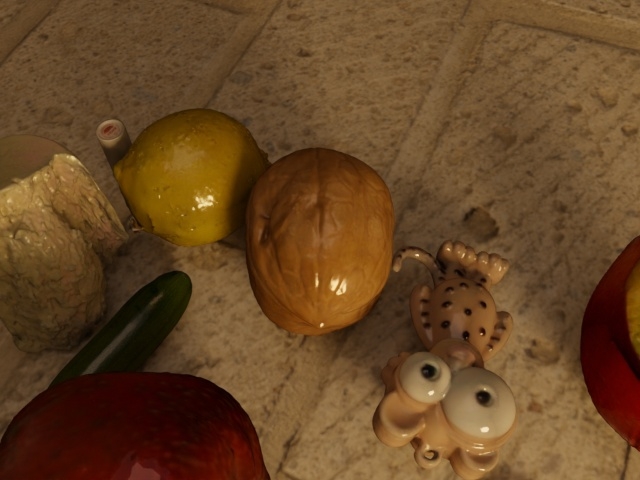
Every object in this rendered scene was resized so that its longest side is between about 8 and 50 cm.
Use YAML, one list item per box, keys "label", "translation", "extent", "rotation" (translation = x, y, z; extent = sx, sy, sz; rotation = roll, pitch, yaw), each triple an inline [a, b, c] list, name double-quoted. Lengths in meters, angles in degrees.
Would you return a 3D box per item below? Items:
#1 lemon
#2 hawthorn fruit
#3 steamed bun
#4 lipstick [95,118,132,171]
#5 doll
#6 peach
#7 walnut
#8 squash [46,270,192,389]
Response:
- label: "lemon"
  translation: [-0.157, -0.081, 0.948]
  extent: [0.206, 0.173, 0.173]
  rotation: [-22, 56, -30]
- label: "hawthorn fruit"
  translation: [-0.180, 0.248, 0.670]
  extent: [0.299, 0.275, 0.275]
  rotation: [18, 58, 5]
- label: "steamed bun"
  translation: [-0.320, -0.007, 0.871]
  extent: [0.170, 0.225, 0.200]
  rotation: [-14, 54, -7]
- label: "lipstick"
  translation: [-0.263, -0.105, 0.991]
  extent: [0.038, 0.131, 0.038]
  rotation: [-2, 56, 3]
- label: "doll"
  translation: [0.144, 0.121, 0.827]
  extent: [0.154, 0.119, 0.278]
  rotation: [12, 54, -3]
- label: "peach"
  translation: [0.355, 0.120, 0.786]
  extent: [0.153, 0.159, 0.267]
  rotation: [-8, 57, -15]
- label: "walnut"
  translation: [0.000, 0.000, 0.871]
  extent: [0.193, 0.193, 0.226]
  rotation: [-7, 53, -1]
- label: "squash"
  translation: [-0.238, 0.129, 0.869]
  extent: [0.069, 0.069, 0.258]
  rotation: [29, 62, 21]
